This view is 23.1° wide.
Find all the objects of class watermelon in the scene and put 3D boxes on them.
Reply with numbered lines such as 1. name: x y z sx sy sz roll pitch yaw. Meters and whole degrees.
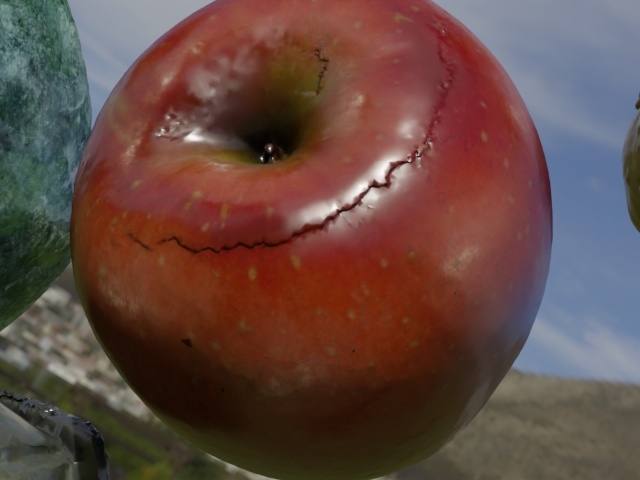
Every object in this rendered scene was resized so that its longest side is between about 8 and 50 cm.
1. watermelon: -0.365 -0.095 1.488 0.258 0.387 0.228 17 18 39

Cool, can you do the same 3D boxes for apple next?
1. apple: 0.000 0.000 0.566 0.181 0.181 0.168 22 -28 38

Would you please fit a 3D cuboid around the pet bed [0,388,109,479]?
1. pet bed: -0.176 0.156 0.621 0.183 0.210 0.159 4 3 24

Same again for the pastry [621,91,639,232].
1. pastry: 0.407 -0.106 1.362 0.285 0.184 0.316 4 -23 -33
